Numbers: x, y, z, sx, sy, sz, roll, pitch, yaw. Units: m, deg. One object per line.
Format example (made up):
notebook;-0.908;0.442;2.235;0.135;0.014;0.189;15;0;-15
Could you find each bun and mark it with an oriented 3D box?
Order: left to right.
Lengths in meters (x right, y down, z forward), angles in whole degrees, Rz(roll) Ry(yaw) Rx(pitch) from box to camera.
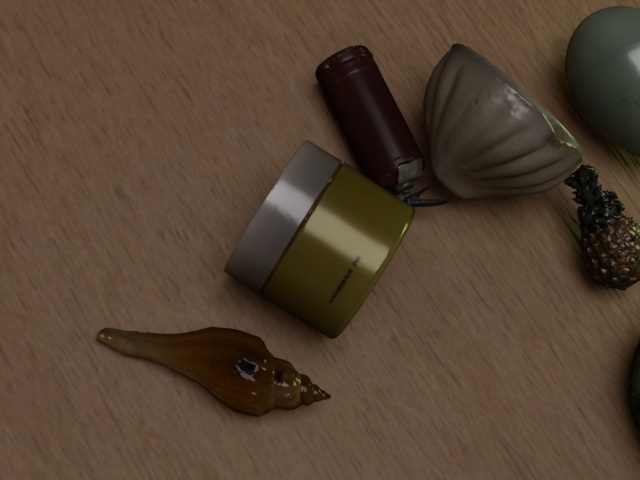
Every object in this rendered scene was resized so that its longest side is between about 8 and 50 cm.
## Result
bun;0.241;-0.147;1.522;0.263;0.263;0.175;43;95;5

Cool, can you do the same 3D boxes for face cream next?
face cream;0.000;0.000;1.417;0.179;0.218;0.218;32;69;0

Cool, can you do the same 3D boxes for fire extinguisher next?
fire extinguisher;0.094;-0.160;1.555;0.104;0.105;0.269;-22;76;-17

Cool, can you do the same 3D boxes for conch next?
conch;-0.144;0.165;1.400;0.330;0.093;0.109;18;76;-4

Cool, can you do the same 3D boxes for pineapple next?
pineapple;0.428;-0.025;1.552;0.108;0.108;0.198;-28;99;-18

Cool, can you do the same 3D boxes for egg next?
egg;0.496;-0.245;1.617;0.183;0.183;0.264;-32;86;-19

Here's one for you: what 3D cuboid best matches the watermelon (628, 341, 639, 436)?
watermelon;0.544;0.204;1.469;0.180;0.224;0.305;5;54;-29
